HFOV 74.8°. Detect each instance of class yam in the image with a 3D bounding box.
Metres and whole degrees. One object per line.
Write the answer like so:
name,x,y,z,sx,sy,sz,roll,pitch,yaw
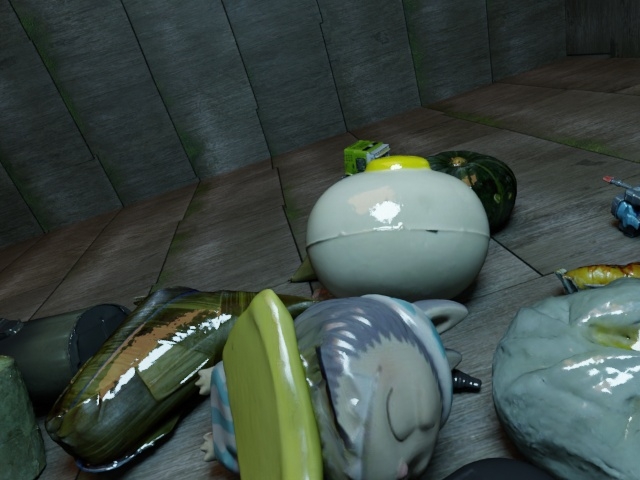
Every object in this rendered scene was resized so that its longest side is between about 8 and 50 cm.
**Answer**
yam,-0.623,0.353,0.781,0.161,0.268,0.161,-11,10,2

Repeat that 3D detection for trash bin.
trash bin,-0.578,0.261,0.946,0.301,0.252,0.203,-14,27,20

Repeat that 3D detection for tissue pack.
tissue pack,0.019,0.144,1.016,0.083,0.035,0.063,-6,28,28

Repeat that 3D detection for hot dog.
hot dog,0.543,0.071,0.695,0.270,0.082,0.162,-1,-13,45

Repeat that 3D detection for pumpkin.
pumpkin,0.371,-0.124,1.136,0.300,0.207,0.300,-2,25,1

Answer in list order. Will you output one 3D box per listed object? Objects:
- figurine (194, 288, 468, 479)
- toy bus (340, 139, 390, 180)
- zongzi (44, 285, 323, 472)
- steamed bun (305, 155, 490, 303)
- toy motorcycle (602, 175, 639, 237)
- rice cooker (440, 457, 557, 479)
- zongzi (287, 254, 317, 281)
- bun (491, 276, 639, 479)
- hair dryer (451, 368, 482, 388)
figurine,0.052,0.223,0.599,0.377,0.266,0.361,4,-20,-28
toy bus,0.147,-0.115,1.152,0.139,0.302,0.113,8,32,33
zongzi,-0.235,0.237,0.802,0.432,0.208,0.403,-7,26,17
steamed bun,0.155,-0.002,0.880,0.374,0.334,0.334,1,26,0
toy motorcycle,0.767,-0.104,0.921,0.272,0.124,0.182,-21,35,-7
rice cooker,0.148,0.318,0.314,0.224,0.267,0.267,-26,26,-7
zongzi,0.000,0.000,1.101,0.256,0.228,0.115,-15,32,12
bun,0.401,0.164,0.527,0.354,0.194,0.354,-15,27,8
hair dryer,0.112,0.216,0.762,0.344,0.107,0.189,6,31,25
